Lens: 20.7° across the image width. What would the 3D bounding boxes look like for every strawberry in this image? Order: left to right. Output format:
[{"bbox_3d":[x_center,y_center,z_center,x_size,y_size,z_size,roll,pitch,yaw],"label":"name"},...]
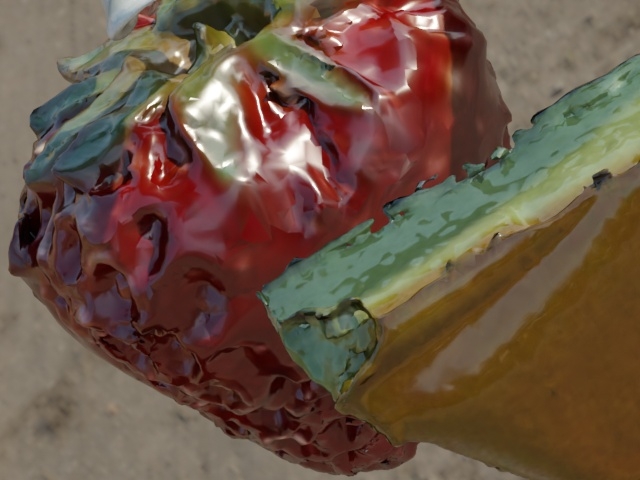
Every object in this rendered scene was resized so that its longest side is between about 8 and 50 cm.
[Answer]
[{"bbox_3d":[0.000,0.000,1.061,0.295,0.345,0.317,-15,36,34],"label":"strawberry"}]

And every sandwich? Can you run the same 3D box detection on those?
[{"bbox_3d":[0.139,0.042,0.549,0.245,0.212,0.063,-31,22,2],"label":"sandwich"}]

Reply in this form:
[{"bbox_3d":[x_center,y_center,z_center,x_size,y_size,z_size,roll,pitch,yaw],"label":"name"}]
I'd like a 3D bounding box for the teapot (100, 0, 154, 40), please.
[{"bbox_3d":[-0.080,-0.202,0.790,0.208,0.166,0.299,-46,4,28],"label":"teapot"}]
